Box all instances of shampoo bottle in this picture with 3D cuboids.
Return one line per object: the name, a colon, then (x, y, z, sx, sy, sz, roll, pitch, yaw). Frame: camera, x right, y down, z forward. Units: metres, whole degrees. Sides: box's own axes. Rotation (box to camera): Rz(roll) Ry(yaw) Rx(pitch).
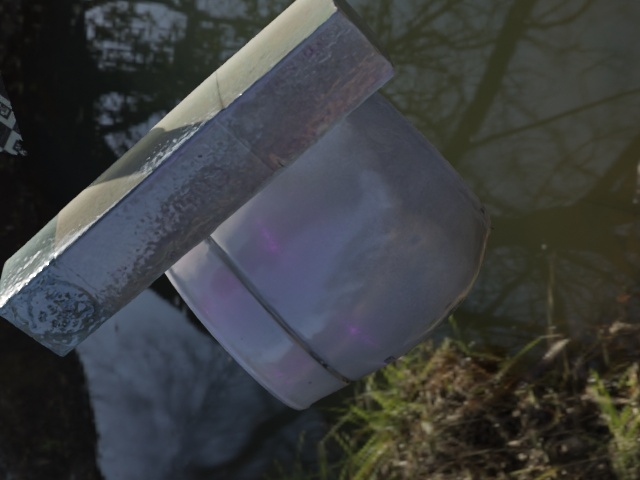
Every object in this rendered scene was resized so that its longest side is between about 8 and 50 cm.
shampoo bottle: (0.000, 0.000, 0.984, 0.266, 0.273, 0.273, -43, 52, 4)

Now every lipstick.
lipstick: (-0.092, -0.045, 0.714, 0.317, 0.066, 0.068, -39, 30, 15)

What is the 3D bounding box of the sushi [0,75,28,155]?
sushi: (-0.294, -0.131, 0.823, 0.126, 0.026, 0.120, 11, 133, 17)
